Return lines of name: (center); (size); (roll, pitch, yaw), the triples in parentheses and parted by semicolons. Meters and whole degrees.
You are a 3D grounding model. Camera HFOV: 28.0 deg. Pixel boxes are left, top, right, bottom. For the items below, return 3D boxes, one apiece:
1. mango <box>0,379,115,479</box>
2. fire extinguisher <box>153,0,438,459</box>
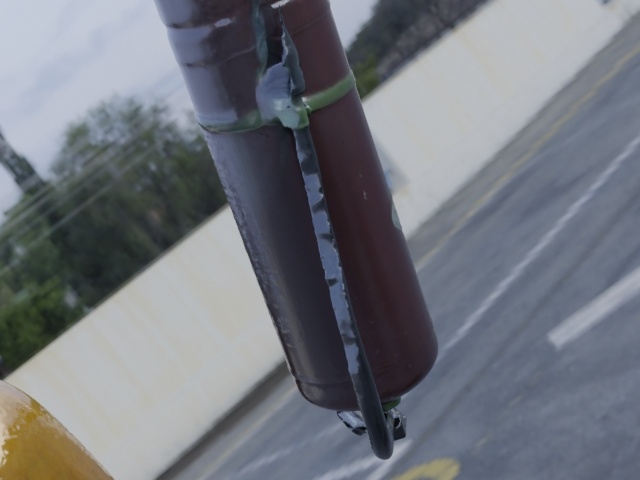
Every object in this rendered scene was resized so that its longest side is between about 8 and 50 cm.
mango: (-0.138, 0.160, 0.630); (0.102, 0.217, 0.141); (-3, 27, 32)
fire extinguisher: (0.000, 0.000, 0.345); (0.045, 0.157, 0.078); (-16, 21, 6)
